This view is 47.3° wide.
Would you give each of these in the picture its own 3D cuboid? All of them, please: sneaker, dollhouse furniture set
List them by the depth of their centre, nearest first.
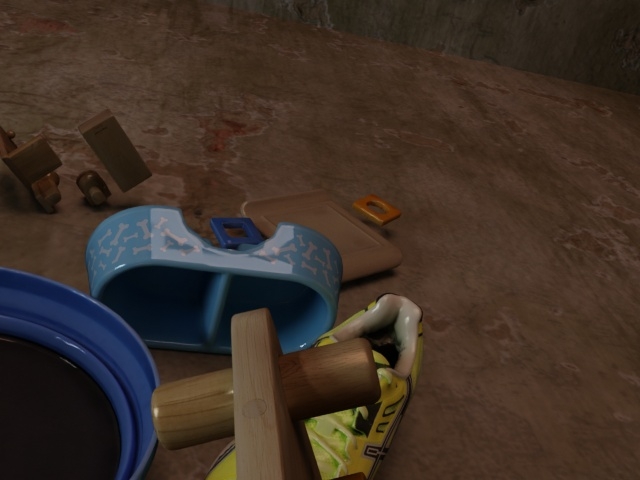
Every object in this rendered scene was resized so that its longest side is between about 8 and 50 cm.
[{"bbox_3d":[-0.006,0.172,0.670,0.145,0.147,0.385,23,31,10],"label":"sneaker"},{"bbox_3d":[-0.356,-0.131,1.049,0.151,0.144,0.123,-34,44,-8],"label":"dollhouse furniture set"}]

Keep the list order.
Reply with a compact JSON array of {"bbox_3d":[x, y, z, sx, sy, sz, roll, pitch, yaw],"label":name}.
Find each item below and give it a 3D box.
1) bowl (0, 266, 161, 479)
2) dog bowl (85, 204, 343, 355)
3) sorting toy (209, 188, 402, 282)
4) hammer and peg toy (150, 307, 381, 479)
[{"bbox_3d":[-0.333,0.154,0.616,0.390,0.077,0.391,11,28,-6],"label":"bowl"},{"bbox_3d":[-0.115,0.056,0.822,0.297,0.166,0.074,7,40,-15],"label":"dog bowl"},{"bbox_3d":[0.000,0.000,1.095,0.347,0.047,0.196,-13,43,-41],"label":"sorting toy"},{"bbox_3d":[0.006,0.228,0.325,0.127,0.266,0.361,-13,33,1],"label":"hammer and peg toy"}]
